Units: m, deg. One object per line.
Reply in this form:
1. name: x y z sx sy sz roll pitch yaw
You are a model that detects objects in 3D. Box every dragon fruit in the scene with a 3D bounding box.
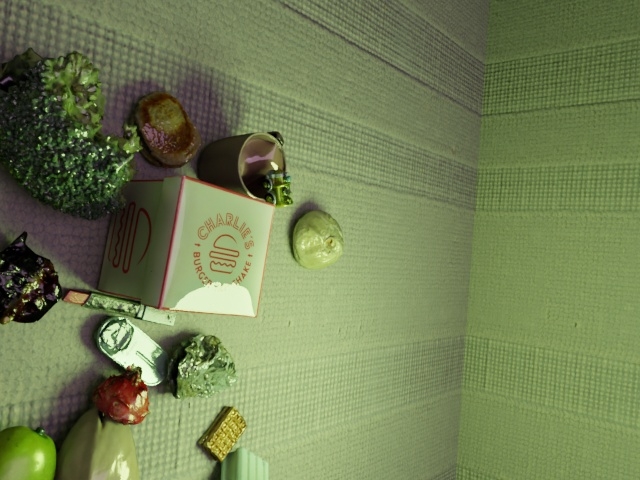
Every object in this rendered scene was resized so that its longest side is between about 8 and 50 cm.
1. dragon fruit: -0.478 0.375 1.370 0.153 0.153 0.111 26 97 -47

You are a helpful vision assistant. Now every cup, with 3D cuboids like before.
1. cup: -0.218 -0.234 1.616 0.253 0.200 0.192 -55 131 -30

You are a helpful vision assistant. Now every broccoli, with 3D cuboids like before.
1. broccoli: -0.549 -0.225 1.189 0.338 0.277 0.318 15 62 -58

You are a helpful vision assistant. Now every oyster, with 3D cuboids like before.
1. oyster: -0.332 0.368 1.590 0.267 0.112 0.199 -11 108 -61

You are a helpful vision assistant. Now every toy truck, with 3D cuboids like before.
1. toy truck: -0.111 -0.147 1.535 0.076 0.076 0.111 -22 110 -47

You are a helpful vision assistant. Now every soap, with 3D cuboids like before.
1. soap: -0.229 0.789 1.665 0.160 0.087 0.266 49 22 -39

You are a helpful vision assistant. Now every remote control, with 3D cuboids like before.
1. remote control: -0.494 0.292 1.444 0.247 0.052 0.104 56 51 -35

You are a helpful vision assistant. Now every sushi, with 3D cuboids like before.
1. sushi: -0.645 0.102 1.177 0.150 0.153 0.172 44 38 -19

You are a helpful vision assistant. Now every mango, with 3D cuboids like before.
1. mango: -0.682 0.568 1.163 0.192 0.155 0.343 18 81 -46

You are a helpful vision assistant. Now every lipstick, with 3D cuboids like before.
1. lipstick: -0.514 0.168 1.415 0.312 0.051 0.051 24 75 -46

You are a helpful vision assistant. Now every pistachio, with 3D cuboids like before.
1. pistachio: -0.535 0.561 1.312 0.226 0.207 0.332 108 -19 -73

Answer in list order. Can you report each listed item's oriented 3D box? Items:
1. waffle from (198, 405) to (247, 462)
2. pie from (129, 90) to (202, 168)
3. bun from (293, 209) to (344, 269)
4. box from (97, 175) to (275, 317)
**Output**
1. waffle: -0.300 0.598 1.702 0.148 0.042 0.103 -51 127 -34
2. pie: -0.412 -0.296 1.474 0.179 0.084 0.205 -52 126 -34
3. bun: 0.000 0.000 1.942 0.220 0.134 0.221 -8 101 -46
4. box: -0.342 0.019 1.411 0.314 0.299 0.313 15 81 -50
